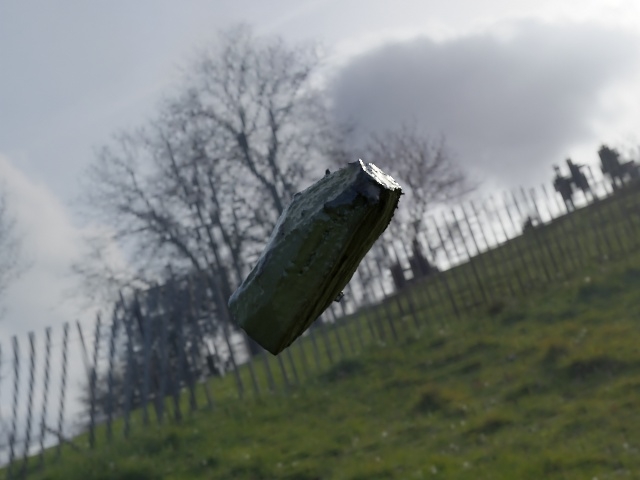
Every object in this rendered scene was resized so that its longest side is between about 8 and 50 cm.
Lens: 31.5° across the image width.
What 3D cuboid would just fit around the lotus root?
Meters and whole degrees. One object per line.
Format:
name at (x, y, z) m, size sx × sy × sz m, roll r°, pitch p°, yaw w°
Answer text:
lotus root at (-0.002, -0.002, 0.862) m, size 0.144 × 0.070 × 0.143 m, roll -57°, pitch -9°, yaw 19°
